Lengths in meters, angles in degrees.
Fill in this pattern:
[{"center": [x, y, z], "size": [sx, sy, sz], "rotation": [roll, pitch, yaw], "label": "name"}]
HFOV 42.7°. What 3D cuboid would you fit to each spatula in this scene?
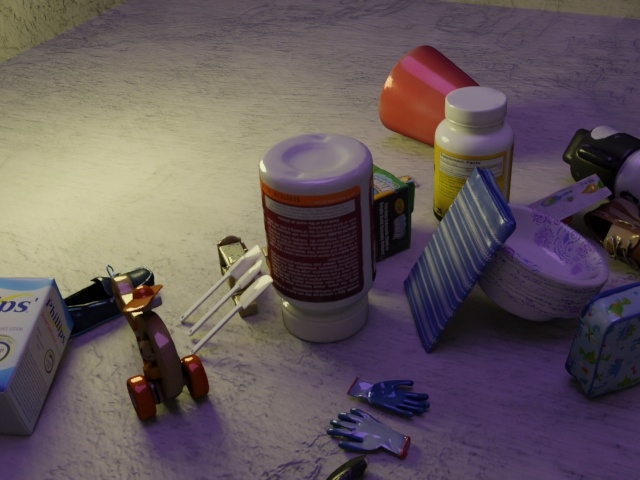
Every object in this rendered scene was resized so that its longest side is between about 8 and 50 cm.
[{"center": [-0.202, 0.125, 1.727], "size": [0.242, 0.019, 0.168], "rotation": [-44, 36, 9], "label": "spatula"}]

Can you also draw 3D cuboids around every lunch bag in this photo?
[{"center": [0.554, 0.181, 1.502], "size": [0.176, 0.219, 0.090], "rotation": [-15, 42, -14], "label": "lunch bag"}]

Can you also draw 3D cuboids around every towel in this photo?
[{"center": [0.281, 0.035, 1.680], "size": [0.040, 0.336, 0.243], "rotation": [19, 29, -17], "label": "towel"}]

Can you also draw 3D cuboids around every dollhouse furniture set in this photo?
[{"center": [-0.133, 0.064, 1.853], "size": [0.161, 0.101, 0.182], "rotation": [-14, 35, -15], "label": "dollhouse furniture set"}]

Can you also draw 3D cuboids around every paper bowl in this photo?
[{"center": [0.441, 0.058, 1.714], "size": [0.284, 0.148, 0.284], "rotation": [18, 30, -11], "label": "paper bowl"}]

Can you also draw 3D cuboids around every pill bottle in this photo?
[{"center": [0.368, -0.190, 1.975], "size": [0.188, 0.334, 0.188], "rotation": [-2, 33, 2], "label": "pill bottle"}, {"center": [0.000, 0.000, 1.673], "size": [0.224, 0.392, 0.224], "rotation": [-3, 33, 2], "label": "pill bottle"}]

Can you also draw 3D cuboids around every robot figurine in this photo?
[{"center": [0.752, -0.185, 2.082], "size": [0.209, 0.173, 0.278], "rotation": [-23, 38, -22], "label": "robot figurine"}]

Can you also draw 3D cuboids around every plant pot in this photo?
[{"center": [0.346, -0.390, 2.371], "size": [0.275, 0.275, 0.243], "rotation": [-30, 52, -34], "label": "plant pot"}]

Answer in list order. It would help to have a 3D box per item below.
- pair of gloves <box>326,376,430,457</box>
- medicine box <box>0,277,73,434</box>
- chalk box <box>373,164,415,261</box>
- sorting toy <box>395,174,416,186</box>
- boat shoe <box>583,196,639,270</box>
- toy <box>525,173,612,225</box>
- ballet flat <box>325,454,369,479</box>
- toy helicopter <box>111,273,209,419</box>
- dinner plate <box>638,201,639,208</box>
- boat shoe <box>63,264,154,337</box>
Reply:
[{"center": [0.110, 0.321, 1.513], "size": [0.159, 0.023, 0.198], "rotation": [13, 38, 21], "label": "pair of gloves"}, {"center": [-0.665, 0.220, 1.598], "size": [0.263, 0.149, 0.289], "rotation": [0, 43, 5], "label": "medicine box"}, {"center": [0.101, -0.065, 1.958], "size": [0.289, 0.180, 0.179], "rotation": [-23, 38, -28], "label": "chalk box"}, {"center": [0.214, -0.158, 2.234], "size": [0.083, 0.012, 0.062], "rotation": [-11, 34, -11], "label": "sorting toy"}, {"center": [0.704, 0.009, 1.852], "size": [0.120, 0.122, 0.324], "rotation": [-14, 26, -4], "label": "boat shoe"}, {"center": [0.585, -0.069, 1.990], "size": [0.237, 0.056, 0.137], "rotation": [-31, 21, 14], "label": "toy"}, {"center": [0.029, 0.420, 1.363], "size": [0.057, 0.049, 0.173], "rotation": [-33, 5, 47], "label": "ballet flat"}, {"center": [-0.352, 0.161, 1.608], "size": [0.140, 0.235, 0.355], "rotation": [-20, 36, -22], "label": "toy helicopter"}, {"center": [0.770, -0.030, 1.869], "size": [0.017, 0.141, 0.141], "rotation": [-26, 35, 1], "label": "dinner plate"}, {"center": [-0.474, 0.122, 1.811], "size": [0.109, 0.089, 0.258], "rotation": [21, 41, 32], "label": "boat shoe"}]
